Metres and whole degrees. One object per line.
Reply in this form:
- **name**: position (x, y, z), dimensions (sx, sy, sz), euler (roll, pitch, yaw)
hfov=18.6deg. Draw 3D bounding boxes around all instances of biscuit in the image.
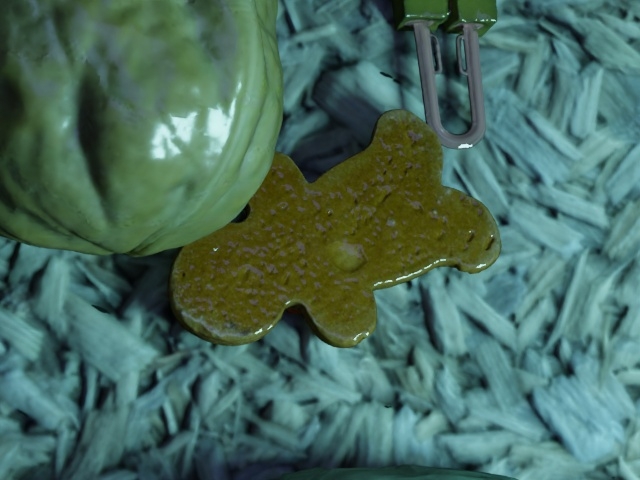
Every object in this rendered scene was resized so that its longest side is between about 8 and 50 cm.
- **biscuit**: position (0.000, 0.002, 1.848), dimensions (0.324, 0.049, 0.205), euler (-29, 81, -23)

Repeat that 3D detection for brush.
- **brush**: position (0.126, -0.199, 1.955), dimensions (0.103, 0.047, 0.233), euler (1, 73, -16)

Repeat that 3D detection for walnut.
- **walnut**: position (-0.193, -0.162, 1.701), dimensions (0.381, 0.381, 0.381), euler (5, 71, -15)

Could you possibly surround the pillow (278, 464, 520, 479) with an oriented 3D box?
- **pillow**: position (0.075, 0.288, 1.667), dimensions (0.283, 0.310, 0.138), euler (4, 110, -9)
